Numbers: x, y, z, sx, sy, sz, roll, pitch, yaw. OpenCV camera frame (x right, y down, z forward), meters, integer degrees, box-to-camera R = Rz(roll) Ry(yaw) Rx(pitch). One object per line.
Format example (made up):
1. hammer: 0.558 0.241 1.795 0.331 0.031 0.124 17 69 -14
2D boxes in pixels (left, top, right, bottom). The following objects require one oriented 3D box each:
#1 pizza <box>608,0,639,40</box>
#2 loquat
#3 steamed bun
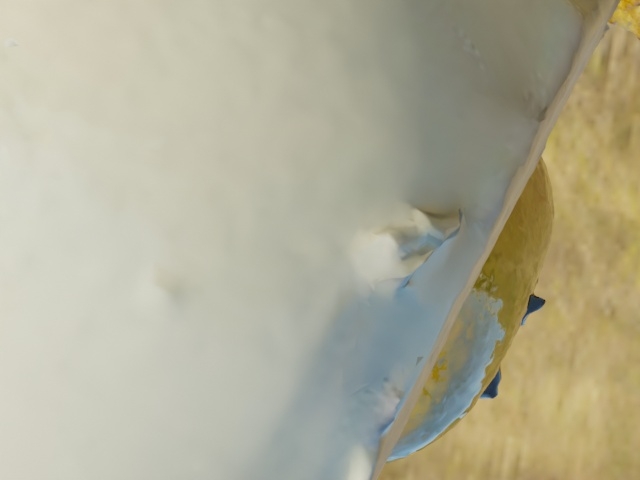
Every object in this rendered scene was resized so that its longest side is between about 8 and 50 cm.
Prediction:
1. pizza: 0.199 -0.226 1.059 0.223 0.089 0.323 17 147 38
2. loquat: 0.000 0.000 1.319 0.359 0.328 0.328 31 167 -9
3. steamed bun: -0.096 -0.031 0.461 0.309 0.309 0.309 10 171 2
